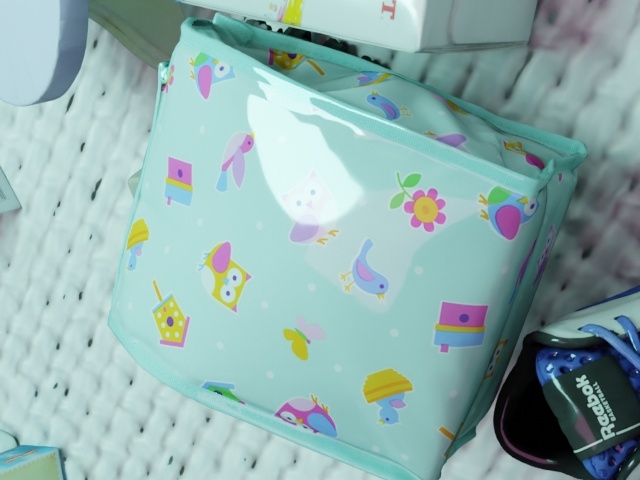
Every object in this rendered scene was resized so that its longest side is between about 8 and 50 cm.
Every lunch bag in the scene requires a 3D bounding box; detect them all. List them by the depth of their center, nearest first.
[{"bbox_3d":[0.000,0.000,0.804,0.262,0.160,0.223,23,111,18],"label":"lunch bag"}]

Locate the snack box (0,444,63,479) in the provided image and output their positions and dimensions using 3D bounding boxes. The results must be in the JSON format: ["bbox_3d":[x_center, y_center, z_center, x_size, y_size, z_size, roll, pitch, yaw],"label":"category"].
[{"bbox_3d":[-0.345,0.310,1.108,0.060,0.322,0.187,-4,96,37],"label":"snack box"}]

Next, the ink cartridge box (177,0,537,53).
[{"bbox_3d":[0.020,-0.228,0.851,0.233,0.168,0.171,19,109,30],"label":"ink cartridge box"}]

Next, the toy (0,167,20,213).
[{"bbox_3d":[-0.390,-0.103,1.176,0.237,0.137,0.056,57,136,12],"label":"toy"}]

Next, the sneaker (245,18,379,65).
[{"bbox_3d":[0.026,-0.049,0.926,0.276,0.097,0.135,40,116,19],"label":"sneaker"}]

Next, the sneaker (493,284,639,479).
[{"bbox_3d":[0.227,0.073,0.766,0.315,0.182,0.127,-31,83,34],"label":"sneaker"}]

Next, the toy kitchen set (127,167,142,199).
[{"bbox_3d":[-0.015,0.012,0.978,0.166,0.122,0.207,-4,117,34],"label":"toy kitchen set"}]

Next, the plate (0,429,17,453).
[{"bbox_3d":[-0.424,0.298,1.328,0.277,0.045,0.278,13,107,30],"label":"plate"}]

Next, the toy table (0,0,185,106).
[{"bbox_3d":[-0.196,-0.247,0.973,0.252,0.161,0.274,-1,102,44],"label":"toy table"}]
